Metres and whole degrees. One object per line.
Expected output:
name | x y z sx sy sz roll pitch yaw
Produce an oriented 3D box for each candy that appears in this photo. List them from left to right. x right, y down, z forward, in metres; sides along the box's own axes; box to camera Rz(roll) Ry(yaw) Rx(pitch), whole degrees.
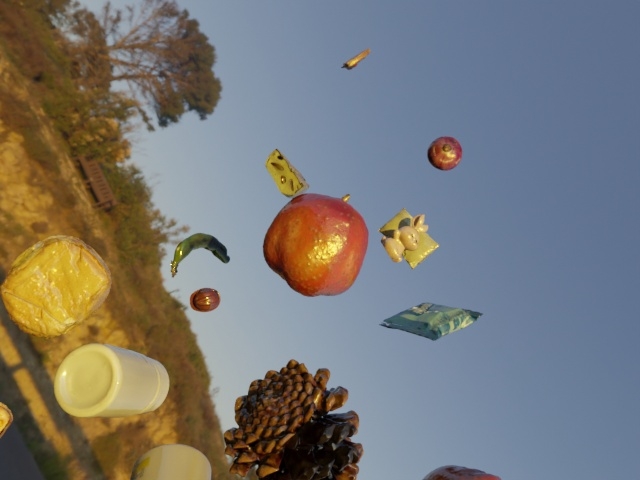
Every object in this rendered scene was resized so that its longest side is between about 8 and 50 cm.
candy | 0.344 0.240 1.532 0.187 0.331 0.077 10 -81 39

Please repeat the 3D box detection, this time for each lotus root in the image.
lotus root | -0.093 -0.177 1.451 0.143 0.070 0.144 56 9 17

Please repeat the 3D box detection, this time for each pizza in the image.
pizza | 0.117 -0.560 1.557 0.029 0.099 0.100 57 1 -19

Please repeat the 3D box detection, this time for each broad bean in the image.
broad bean | -0.437 0.041 1.837 0.049 0.292 0.144 11 -75 31

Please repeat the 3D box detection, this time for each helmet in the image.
helmet | -0.415 0.218 1.800 0.057 0.111 0.089 -155 -125 -80

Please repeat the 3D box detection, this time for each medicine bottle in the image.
medicine bottle | -0.638 0.448 1.582 0.211 0.211 0.371 54 -6 19
medicine bottle | -0.373 0.685 1.200 0.339 0.208 0.208 -109 -175 -65

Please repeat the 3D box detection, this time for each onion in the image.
onion | 0.407 -0.283 1.645 0.115 0.115 0.104 52 -7 23

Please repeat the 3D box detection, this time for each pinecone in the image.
pinecone | -0.046 0.537 1.328 0.384 0.384 0.384 42 -33 37

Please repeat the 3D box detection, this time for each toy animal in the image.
toy animal | 0.343 -0.013 1.962 0.124 0.212 0.124 52 3 -4

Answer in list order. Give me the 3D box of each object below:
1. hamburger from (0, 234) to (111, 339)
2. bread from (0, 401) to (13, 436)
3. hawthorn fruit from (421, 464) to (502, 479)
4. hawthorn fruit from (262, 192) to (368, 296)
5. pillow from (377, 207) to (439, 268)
hamburger | -0.756 0.130 1.436 0.259 0.283 0.144 53 -21 -9
bread | -0.624 0.346 0.918 0.083 0.110 0.044 43 -21 -31
hawthorn fruit | 0.220 0.488 0.776 0.224 0.261 0.224 41 -14 13
hawthorn fruit | 0.000 0.000 1.317 0.275 0.299 0.275 31 -9 5
pillow | 0.358 -0.011 2.054 0.229 0.148 0.050 52 -2 21
